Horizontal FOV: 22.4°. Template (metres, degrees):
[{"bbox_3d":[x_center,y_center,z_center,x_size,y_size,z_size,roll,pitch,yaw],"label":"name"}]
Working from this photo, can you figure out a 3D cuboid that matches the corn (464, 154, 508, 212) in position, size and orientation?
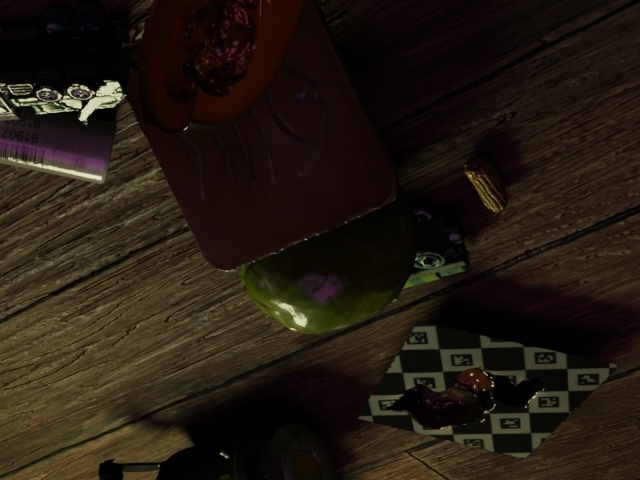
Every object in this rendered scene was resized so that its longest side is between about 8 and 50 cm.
[{"bbox_3d":[0.207,-0.070,2.006,0.037,0.037,0.092,-11,139,20],"label":"corn"}]

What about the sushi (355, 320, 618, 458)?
[{"bbox_3d":[0.230,0.196,2.329,0.294,0.059,0.292,15,142,-12],"label":"sushi"}]

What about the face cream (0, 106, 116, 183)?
[{"bbox_3d":[-0.386,-0.132,1.962,0.269,0.082,0.082,11,142,-9],"label":"face cream"}]

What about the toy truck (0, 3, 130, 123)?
[{"bbox_3d":[-0.319,-0.190,1.864,0.216,0.110,0.116,-4,152,12],"label":"toy truck"}]

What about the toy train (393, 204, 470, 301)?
[{"bbox_3d":[0.103,0.024,2.114,0.200,0.083,0.132,-13,150,22],"label":"toy train"}]

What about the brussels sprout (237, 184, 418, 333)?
[{"bbox_3d":[0.000,0.000,1.980,0.244,0.244,0.244,3,142,3],"label":"brussels sprout"}]

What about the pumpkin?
[{"bbox_3d":[-0.109,-0.251,1.769,0.111,0.163,0.278,6,107,-38],"label":"pumpkin"}]

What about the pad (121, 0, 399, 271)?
[{"bbox_3d":[-0.075,-0.129,1.843,0.284,0.018,0.286,-23,96,32],"label":"pad"}]

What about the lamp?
[{"bbox_3d":[-0.118,0.385,2.493,0.374,0.205,0.272,6,151,-29],"label":"lamp"}]
